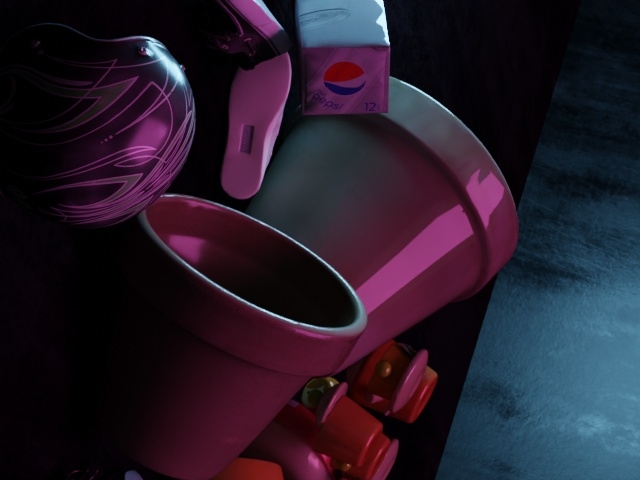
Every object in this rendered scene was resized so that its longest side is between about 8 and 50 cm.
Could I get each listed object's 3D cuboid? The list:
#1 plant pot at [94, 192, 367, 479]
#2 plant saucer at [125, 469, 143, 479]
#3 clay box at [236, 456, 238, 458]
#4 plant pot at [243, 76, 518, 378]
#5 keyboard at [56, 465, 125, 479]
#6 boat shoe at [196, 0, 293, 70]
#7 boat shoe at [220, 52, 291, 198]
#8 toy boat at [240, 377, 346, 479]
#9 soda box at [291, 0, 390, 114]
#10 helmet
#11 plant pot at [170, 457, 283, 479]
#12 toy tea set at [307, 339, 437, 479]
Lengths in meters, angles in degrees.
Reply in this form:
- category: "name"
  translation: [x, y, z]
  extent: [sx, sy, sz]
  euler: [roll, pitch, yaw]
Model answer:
- category: "plant pot"
  translation: [-0.115, 0.113, 1.833]
  extent: [0.229, 0.263, 0.263]
  euler: [-63, 169, 17]
- category: "plant saucer"
  translation: [-0.217, 0.317, 2.012]
  extent: [0.119, 0.021, 0.119]
  euler: [14, 90, -75]
- category: "clay box"
  translation: [-0.123, 0.196, 2.175]
  extent: [0.222, 0.053, 0.127]
  euler: [64, 43, -65]
- category: "plant pot"
  translation: [0.030, 0.004, 2.160]
  extent: [0.280, 0.323, 0.323]
  euler: [-46, 150, -30]
- category: "keyboard"
  translation: [-0.260, 0.272, 1.810]
  extent: [0.192, 0.038, 0.100]
  euler: [-30, 141, -62]
- category: "boat shoe"
  translation: [-0.091, -0.229, 1.892]
  extent: [0.076, 0.080, 0.228]
  euler: [-37, 169, 4]
- category: "boat shoe"
  translation: [-0.071, -0.139, 2.054]
  extent: [0.063, 0.066, 0.184]
  euler: [-72, 170, -75]
- category: "toy boat"
  translation: [-0.020, 0.247, 2.363]
  extent: [0.151, 0.151, 0.231]
  euler: [-60, 162, -10]
- category: "soda box"
  translation: [0.018, -0.257, 1.998]
  extent: [0.286, 0.098, 0.091]
  euler: [-94, -176, -50]
- category: "helmet"
  translation: [-0.188, -0.093, 1.493]
  extent: [0.169, 0.161, 0.169]
  euler: [14, 90, -75]
- category: "plant pot"
  translation: [-0.112, 0.358, 2.129]
  extent: [0.205, 0.205, 0.188]
  euler: [52, 38, -70]
- category: "toy tea set"
  translation: [0.044, 0.198, 2.220]
  extent: [0.200, 0.124, 0.336]
  euler: [-60, 167, -8]
